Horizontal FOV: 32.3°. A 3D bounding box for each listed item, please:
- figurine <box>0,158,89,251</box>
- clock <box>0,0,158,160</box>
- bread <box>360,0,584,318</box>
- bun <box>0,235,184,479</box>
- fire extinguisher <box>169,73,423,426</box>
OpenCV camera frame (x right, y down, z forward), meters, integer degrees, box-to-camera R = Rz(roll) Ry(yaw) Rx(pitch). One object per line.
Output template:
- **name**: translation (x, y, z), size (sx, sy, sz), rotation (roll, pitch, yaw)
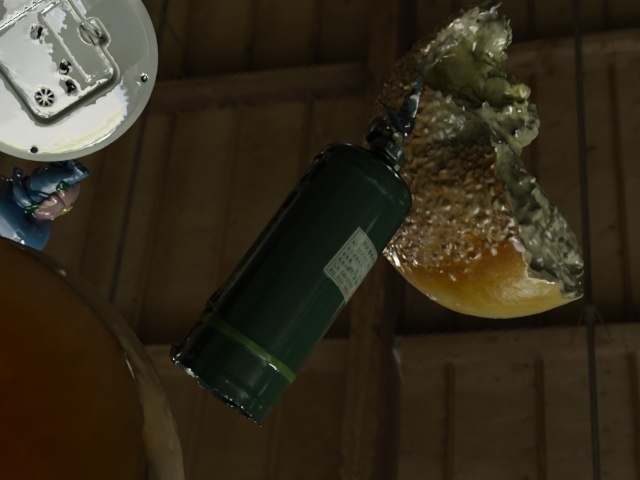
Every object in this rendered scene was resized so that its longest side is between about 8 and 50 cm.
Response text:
- **figurine**: translation (-0.375, -0.061, 1.372), size (0.178, 0.144, 0.114), rotation (-40, -150, 14)
- **clock**: translation (-0.291, -0.202, 1.180), size (0.230, 0.230, 0.083), rotation (-34, -148, -5)
- **bread**: translation (0.123, -0.070, 1.081), size (0.192, 0.171, 0.314), rotation (-20, -111, 32)
- **bun**: translation (-0.215, 0.146, 0.567), size (0.299, 0.165, 0.299), rotation (2, -118, -4)
- **fire extinguisher**: translation (0.000, 0.000, 0.874), size (0.093, 0.118, 0.294), rotation (31, -104, 19)
